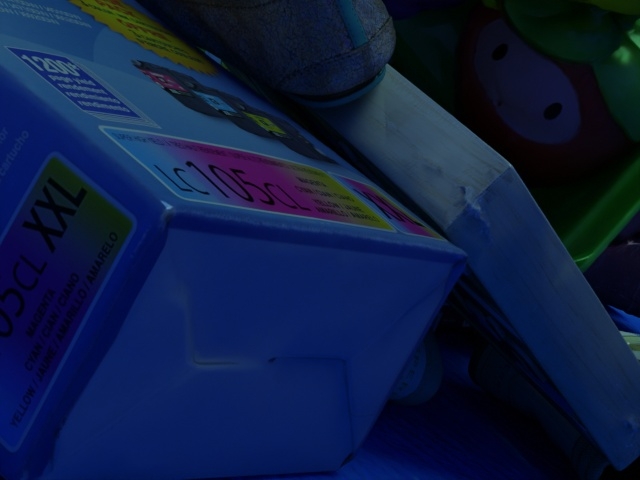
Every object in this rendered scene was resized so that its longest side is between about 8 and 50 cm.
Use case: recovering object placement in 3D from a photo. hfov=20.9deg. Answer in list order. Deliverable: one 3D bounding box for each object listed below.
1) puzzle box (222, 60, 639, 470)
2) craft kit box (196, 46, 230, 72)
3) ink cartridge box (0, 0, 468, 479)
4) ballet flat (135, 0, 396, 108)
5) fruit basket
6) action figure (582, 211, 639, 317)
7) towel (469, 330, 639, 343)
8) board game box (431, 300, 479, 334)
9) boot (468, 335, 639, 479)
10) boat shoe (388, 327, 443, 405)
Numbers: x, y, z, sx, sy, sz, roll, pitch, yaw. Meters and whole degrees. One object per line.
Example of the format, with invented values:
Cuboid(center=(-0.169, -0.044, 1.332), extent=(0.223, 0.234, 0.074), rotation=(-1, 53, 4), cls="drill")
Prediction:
Cuboid(center=(0.046, -0.045, 1.126), extent=(0.409, 0.052, 0.272), rotation=(45, -4, 48), cls="puzzle box")
Cuboid(center=(0.007, -0.153, 1.587), extent=(0.246, 0.061, 0.250), rotation=(15, 17, 20), cls="craft kit box")
Cuboid(center=(-0.157, -0.051, 0.890), extent=(0.395, 0.151, 0.270), rotation=(37, 15, 29), cls="ink cartridge box")
Cuboid(center=(-0.074, -0.175, 1.037), extent=(0.316, 0.107, 0.106), rotation=(24, -36, 42), cls="ballet flat")
Cuboid(center=(0.144, -0.190, 1.131), extent=(0.392, 0.283, 0.392), rotation=(40, -18, 16), cls="fruit basket")
Cuboid(center=(0.332, 0.049, 1.646), extent=(0.370, 0.248, 0.276), rotation=(21, 55, 9), cls="action figure")
Cuboid(center=(0.221, 0.095, 1.418), extent=(0.285, 0.034, 0.209), rotation=(22, 15, -31), cls="towel")
Cuboid(center=(0.035, -0.011, 1.342), extent=(0.145, 0.027, 0.281), rotation=(4, 27, -41), cls="board game box")
Cuboid(center=(0.223, 0.131, 1.198), extent=(0.213, 0.077, 0.165), rotation=(14, 20, -36), cls="boot")
Cuboid(center=(-0.026, -0.005, 1.102), extent=(0.098, 0.109, 0.302), rotation=(24, 20, -47), cls="boat shoe")
